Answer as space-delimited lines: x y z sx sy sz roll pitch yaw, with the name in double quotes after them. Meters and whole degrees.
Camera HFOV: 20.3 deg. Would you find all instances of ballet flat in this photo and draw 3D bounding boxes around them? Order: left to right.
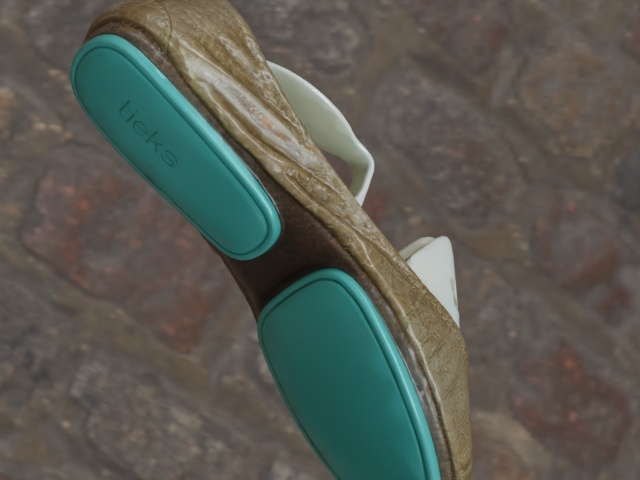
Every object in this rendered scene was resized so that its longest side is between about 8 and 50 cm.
0.000 0.000 0.992 0.342 0.116 0.124 53 49 -1 "ballet flat"
